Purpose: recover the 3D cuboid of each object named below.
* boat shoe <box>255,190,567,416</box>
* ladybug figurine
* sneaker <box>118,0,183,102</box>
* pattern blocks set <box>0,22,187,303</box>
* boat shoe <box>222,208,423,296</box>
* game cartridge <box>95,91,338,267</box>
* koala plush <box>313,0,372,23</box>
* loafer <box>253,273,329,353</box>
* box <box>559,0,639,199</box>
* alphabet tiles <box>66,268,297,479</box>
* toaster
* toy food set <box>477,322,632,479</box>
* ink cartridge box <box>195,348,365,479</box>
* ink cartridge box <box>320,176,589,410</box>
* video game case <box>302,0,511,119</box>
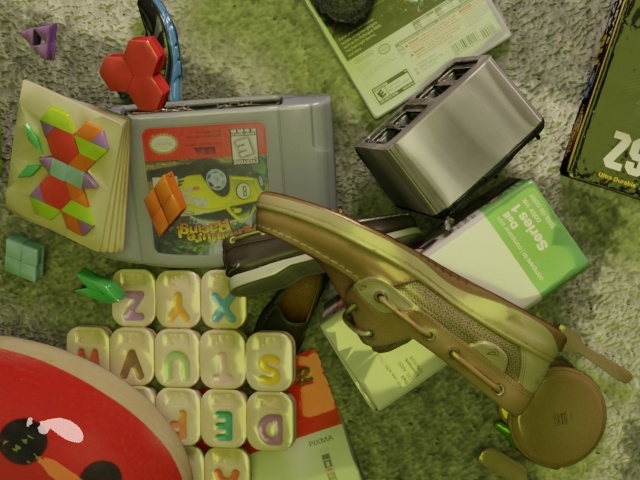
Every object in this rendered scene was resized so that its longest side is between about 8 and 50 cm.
[{"bbox_3d":[0.074,0.061,1.254,0.341,0.121,0.110,28,92,2],"label":"boat shoe"},{"bbox_3d":[-0.361,0.270,1.432,0.449,0.162,0.305,10,99,8],"label":"ladybug figurine"},{"bbox_3d":[-0.200,-0.194,1.466,0.078,0.067,0.188,-2,97,-5],"label":"sneaker"},{"bbox_3d":[-0.280,-0.082,1.409,0.285,0.026,0.325,10,116,23],"label":"pattern blocks set"},{"bbox_3d":[0.000,0.000,1.417,0.227,0.081,0.069,-16,71,3],"label":"boat shoe"},{"bbox_3d":[-0.128,-0.065,1.454,0.294,0.060,0.196,-4,118,0],"label":"game cartridge"},{"bbox_3d":[-0.028,-0.361,1.385,0.221,0.196,0.203,18,87,6],"label":"koala plush"},{"bbox_3d":[-0.041,0.092,1.488,0.062,0.061,0.170,22,94,-1],"label":"loafer"},{"bbox_3d":[0.470,-0.149,1.457,0.321,0.079,0.257,18,96,-1],"label":"box"},{"bbox_3d":[-0.167,0.172,1.483,0.284,0.021,0.278,1,93,14],"label":"alphabet tiles"},{"bbox_3d":[0.143,-0.111,1.398,0.168,0.185,0.110,-43,104,-5],"label":"toaster"},{"bbox_3d":[0.279,0.208,1.510,0.132,0.038,0.192,33,89,-9],"label":"toy food set"},{"bbox_3d":[-0.053,0.273,1.507,0.189,0.066,0.232,-19,98,2],"label":"ink cartridge box"},{"bbox_3d":[0.142,0.053,1.413,0.278,0.201,0.117,-35,92,4],"label":"ink cartridge box"},{"bbox_3d":[0.100,-0.264,1.480,0.190,0.022,0.173,-31,94,4],"label":"video game case"}]
